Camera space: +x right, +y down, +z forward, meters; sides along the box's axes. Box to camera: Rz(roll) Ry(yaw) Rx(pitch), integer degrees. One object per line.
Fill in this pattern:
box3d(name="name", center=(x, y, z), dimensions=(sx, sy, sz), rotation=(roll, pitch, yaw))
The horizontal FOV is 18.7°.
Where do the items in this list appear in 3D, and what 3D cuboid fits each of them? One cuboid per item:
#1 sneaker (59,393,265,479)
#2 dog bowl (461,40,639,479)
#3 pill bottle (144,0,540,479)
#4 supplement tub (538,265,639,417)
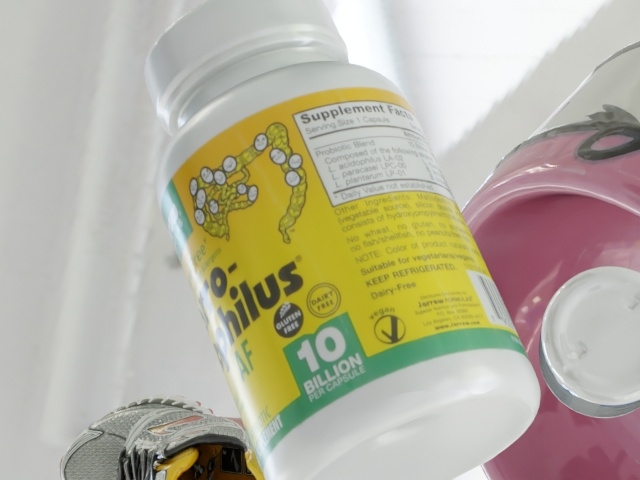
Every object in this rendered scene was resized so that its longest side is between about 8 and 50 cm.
box3d(name="sneaker", center=(-0.098, 0.155, 1.358), dimensions=(0.225, 0.092, 0.088), rotation=(-7, -87, 35))
box3d(name="dog bowl", center=(0.237, 0.085, 1.216), dimensions=(0.408, 0.150, 0.408), rotation=(36, -40, 38))
box3d(name="pill bottle", center=(0.000, 0.000, 0.815), dimensions=(0.117, 0.117, 0.208), rotation=(-33, -116, 21))
box3d(name="supplement tub", center=(0.148, 0.054, 1.006), dimensions=(0.071, 0.107, 0.071), rotation=(-1, -99, 5))
